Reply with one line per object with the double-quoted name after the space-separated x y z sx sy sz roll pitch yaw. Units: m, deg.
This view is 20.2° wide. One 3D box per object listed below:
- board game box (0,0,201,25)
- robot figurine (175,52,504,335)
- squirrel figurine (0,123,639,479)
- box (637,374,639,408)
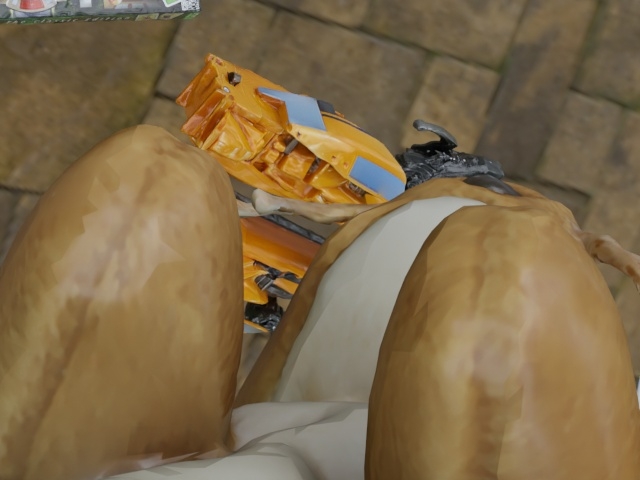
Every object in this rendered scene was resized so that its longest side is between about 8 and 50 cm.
-0.218 -0.225 1.311 0.259 0.030 0.136 -6 83 -26 "board game box"
0.000 0.000 1.184 0.291 0.085 0.211 26 125 -32 "robot figurine"
-0.007 0.163 0.497 0.370 0.281 0.397 -35 124 -65 "squirrel figurine"
0.241 0.139 1.244 0.109 0.042 0.178 25 75 -69 "box"
